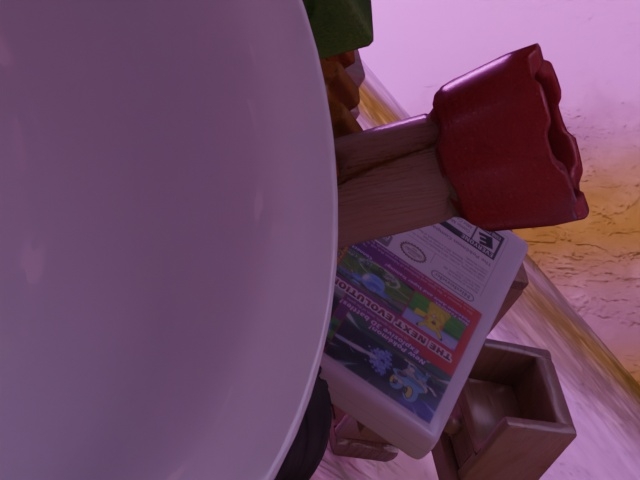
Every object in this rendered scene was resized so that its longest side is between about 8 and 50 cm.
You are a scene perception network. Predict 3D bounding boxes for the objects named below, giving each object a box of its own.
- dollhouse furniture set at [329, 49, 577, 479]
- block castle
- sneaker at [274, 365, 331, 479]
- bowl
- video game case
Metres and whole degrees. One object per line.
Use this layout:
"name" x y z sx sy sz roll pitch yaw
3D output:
"dollhouse furniture set" -0.079 0.025 0.998 0.355 0.174 0.303 10 44 -26
"block castle" -0.005 -0.218 0.743 0.453 0.212 0.303 53 26 -54
"sneaker" -0.109 0.003 0.780 0.286 0.109 0.130 48 18 9
"bowl" -0.138 -0.028 0.503 0.298 0.134 0.298 18 66 -48
"video game case" 0.000 0.000 0.924 0.201 0.023 0.183 34 39 -1
